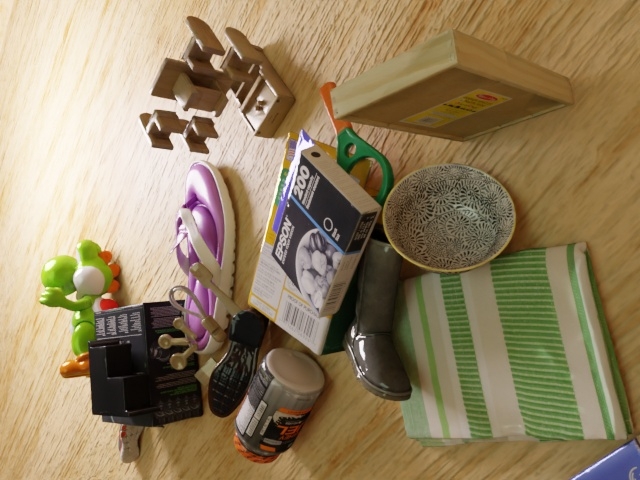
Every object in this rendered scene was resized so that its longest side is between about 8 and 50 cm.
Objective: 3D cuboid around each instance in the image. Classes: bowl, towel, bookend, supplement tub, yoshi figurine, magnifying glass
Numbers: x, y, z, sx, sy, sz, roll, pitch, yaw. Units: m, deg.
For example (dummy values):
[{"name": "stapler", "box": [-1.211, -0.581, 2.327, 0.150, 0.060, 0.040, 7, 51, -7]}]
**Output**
[{"name": "bowl", "box": [0.172, -0.015, 0.819, 0.170, 0.080, 0.170, -5, 59, 8]}, {"name": "towel", "box": [0.227, 0.150, 0.816, 0.325, 0.038, 0.247, -21, 74, 46]}, {"name": "bookend", "box": [-0.410, 0.280, 1.254, 0.156, 0.072, 0.157, -14, 80, 43]}, {"name": "supplement tub", "box": [-0.079, 0.295, 1.069, 0.117, 0.117, 0.190, 45, 121, 36]}, {"name": "yoshi figurine", "box": [-0.645, 0.182, 1.603, 0.204, 0.203, 0.361, -26, 69, 50]}, {"name": "magnifying glass", "box": [0.045, -0.140, 0.897, 0.092, 0.026, 0.230, -36, 62, 33]}]

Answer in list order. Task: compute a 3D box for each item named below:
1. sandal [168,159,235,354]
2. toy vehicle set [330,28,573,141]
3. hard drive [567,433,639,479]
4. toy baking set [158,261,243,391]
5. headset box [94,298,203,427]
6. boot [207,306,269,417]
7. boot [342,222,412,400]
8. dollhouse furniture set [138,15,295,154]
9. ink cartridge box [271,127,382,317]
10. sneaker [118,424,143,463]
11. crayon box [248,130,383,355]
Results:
[{"name": "sandal", "box": [-0.257, 0.032, 1.263, 0.169, 0.102, 0.415, -8, 84, 45]}, {"name": "toy vehicle set", "box": [0.162, -0.170, 0.716, 0.166, 0.267, 0.035, -14, 81, 44]}, {"name": "hard drive", "box": [0.323, 0.402, 0.710, 0.318, 0.040, 0.210, -53, 55, 32]}, {"name": "toy baking set", "box": [-0.226, 0.182, 1.213, 0.197, 0.030, 0.256, 19, 104, 6]}, {"name": "headset box", "box": [-0.397, 0.288, 1.386, 0.246, 0.131, 0.282, -15, 79, 44]}, {"name": "boot", "box": [-0.144, 0.223, 1.141, 0.082, 0.106, 0.219, 23, 102, 8]}, {"name": "boot", "box": [0.093, 0.098, 0.875, 0.189, 0.076, 0.208, 45, 126, 54]}, {"name": "dollhouse furniture set", "box": [-0.193, -0.288, 1.099, 0.212, 0.242, 0.161, -52, 55, 32]}, {"name": "ink cartridge box", "box": [-0.015, -0.028, 0.911, 0.208, 0.045, 0.206, 50, 136, 35]}, {"name": "sneaker", "box": [-0.491, 0.485, 1.535, 0.065, 0.061, 0.157, 27, 108, 49]}, {"name": "crayon box", "box": [0.000, 0.000, 1.013, 0.203, 0.083, 0.322, 29, 111, 42]}]
